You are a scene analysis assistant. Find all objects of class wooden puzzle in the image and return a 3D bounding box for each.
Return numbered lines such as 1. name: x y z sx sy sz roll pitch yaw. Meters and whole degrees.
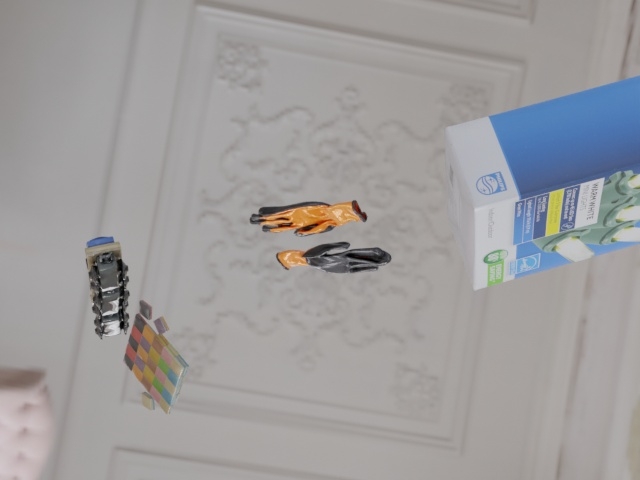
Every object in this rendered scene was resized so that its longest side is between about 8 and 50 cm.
1. wooden puzzle: -0.104 0.077 0.808 0.006 0.049 0.083 -25 151 -37

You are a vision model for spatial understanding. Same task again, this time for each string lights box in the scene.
1. string lights box: 0.228 -0.056 0.966 0.133 0.260 0.076 77 -2 -61

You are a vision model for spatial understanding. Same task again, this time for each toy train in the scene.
1. toy train: -0.149 0.032 0.899 0.158 0.027 0.036 111 -34 -68

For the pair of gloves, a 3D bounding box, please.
1. pair of gloves: 0.000 0.000 0.779 0.083 0.074 0.010 55 37 -54
